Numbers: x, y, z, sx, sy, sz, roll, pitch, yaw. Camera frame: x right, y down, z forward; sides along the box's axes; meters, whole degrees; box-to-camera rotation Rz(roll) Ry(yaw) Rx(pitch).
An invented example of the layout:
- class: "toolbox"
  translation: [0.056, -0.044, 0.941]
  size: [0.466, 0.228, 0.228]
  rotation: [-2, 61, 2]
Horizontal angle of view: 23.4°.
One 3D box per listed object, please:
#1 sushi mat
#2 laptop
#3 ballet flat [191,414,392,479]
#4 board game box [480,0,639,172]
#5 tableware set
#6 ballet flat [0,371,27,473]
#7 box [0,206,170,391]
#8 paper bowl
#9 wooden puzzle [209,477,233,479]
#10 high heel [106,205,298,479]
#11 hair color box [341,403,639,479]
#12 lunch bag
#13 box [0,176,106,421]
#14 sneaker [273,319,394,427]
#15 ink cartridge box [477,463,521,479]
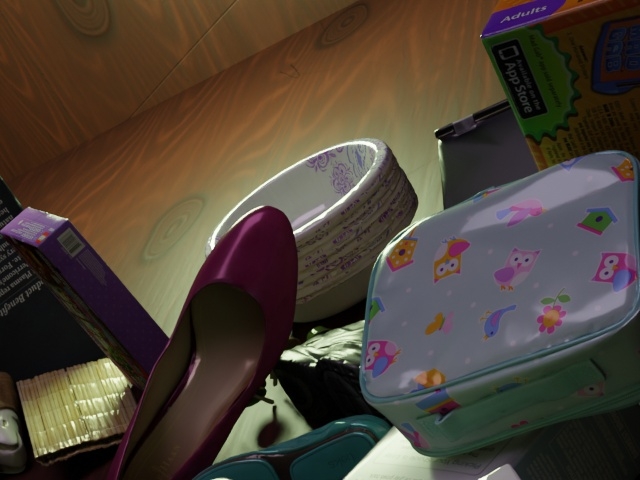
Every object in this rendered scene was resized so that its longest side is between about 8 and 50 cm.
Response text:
- class: "sushi mat"
  translation: [-0.330, 0.228, 2.117]
  size: [0.151, 0.019, 0.316]
  rotation: [-15, 16, -12]
- class: "laptop"
  translation: [0.365, -0.102, 1.948]
  size: [0.382, 0.236, 0.408]
  rotation: [-22, -8, 25]
- class: "ballet flat"
  translation: [-0.024, 0.243, 1.608]
  size: [0.247, 0.083, 0.087]
  rotation: [-22, -4, 25]
- class: "board game box"
  translation: [0.412, -0.157, 1.437]
  size: [0.356, 0.356, 0.356]
  rotation: [-14, 25, 29]
- class: "tableware set"
  translation: [-0.052, 0.156, 1.836]
  size: [0.154, 0.104, 0.024]
  rotation: [-25, 59, -16]
- class: "ballet flat"
  translation: [-0.476, 0.311, 2.090]
  size: [0.124, 0.116, 0.342]
  rotation: [5, 36, 28]
- class: "box"
  translation: [-0.289, 0.088, 2.045]
  size: [0.057, 0.293, 0.201]
  rotation: [-43, 21, -15]
- class: "paper bowl"
  translation: [0.000, 0.000, 2.050]
  size: [0.284, 0.148, 0.284]
  rotation: [-27, 19, 10]
- class: "wooden puzzle"
  translation: [-0.115, 0.347, 1.109]
  size: [0.348, 0.322, 0.080]
  rotation: [-22, 5, 29]
- class: "high heel"
  translation: [-0.123, 0.141, 1.664]
  size: [0.181, 0.127, 0.377]
  rotation: [-3, -68, -81]
- class: "hair color box"
  translation: [0.102, 0.248, 1.319]
  size: [0.374, 0.113, 0.185]
  rotation: [-42, 21, -30]
- class: "lunch bag"
  translation: [0.166, 0.062, 1.304]
  size: [0.279, 0.108, 0.224]
  rotation: [-23, 41, 28]
- class: "box"
  translation: [-0.625, 0.041, 2.407]
  size: [0.297, 0.471, 0.480]
  rotation: [-37, 19, -20]
- class: "sneaker"
  translation: [0.052, 0.137, 1.700]
  size: [0.130, 0.109, 0.286]
  rotation: [-34, 20, -21]
- class: "ink cartridge box"
  translation: [0.121, 0.300, 0.972]
  size: [0.168, 0.232, 0.171]
  rotation: [-31, 19, 1]
